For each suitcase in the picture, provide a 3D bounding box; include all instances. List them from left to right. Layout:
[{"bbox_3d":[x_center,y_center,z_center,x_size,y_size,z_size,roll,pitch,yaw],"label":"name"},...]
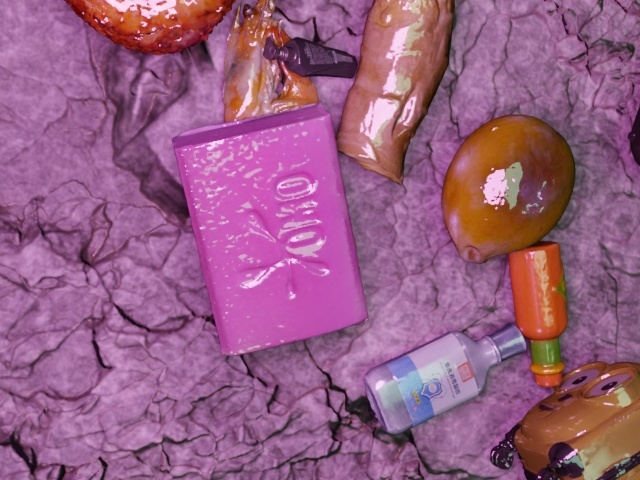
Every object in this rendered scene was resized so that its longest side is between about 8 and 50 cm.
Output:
[{"bbox_3d":[0.349,0.248,1.167,0.235,0.194,0.143,-29,91,-11],"label":"suitcase"}]

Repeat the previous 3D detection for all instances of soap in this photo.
[{"bbox_3d":[-0.055,-0.013,1.075,0.181,0.081,0.259,-13,109,-9],"label":"soap"}]

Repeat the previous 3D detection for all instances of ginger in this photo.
[{"bbox_3d":[0.094,-0.202,1.106,0.109,0.116,0.263,15,96,-5],"label":"ginger"}]

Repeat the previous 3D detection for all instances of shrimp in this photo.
[{"bbox_3d":[-0.058,-0.188,1.103,0.115,0.051,0.217,-2,94,-20],"label":"shrimp"}]

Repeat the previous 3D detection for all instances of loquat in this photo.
[{"bbox_3d":[0.224,-0.061,1.137,0.152,0.152,0.195,33,78,-14],"label":"loquat"}]

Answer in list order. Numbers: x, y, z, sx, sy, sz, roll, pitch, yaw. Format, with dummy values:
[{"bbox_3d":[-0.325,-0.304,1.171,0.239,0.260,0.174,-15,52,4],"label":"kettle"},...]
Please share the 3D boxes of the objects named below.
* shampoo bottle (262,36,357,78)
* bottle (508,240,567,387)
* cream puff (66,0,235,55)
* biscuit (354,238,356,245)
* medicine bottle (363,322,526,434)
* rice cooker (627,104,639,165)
[{"bbox_3d":[-0.011,-0.211,1.088,0.137,0.027,0.048,-2,73,-47],"label":"shampoo bottle"},{"bbox_3d":[0.284,0.095,1.204,0.069,0.069,0.187,-9,99,-13],"label":"bottle"},{"bbox_3d":[-0.178,-0.322,1.005,0.240,0.164,0.240,0,93,1],"label":"cream puff"},{"bbox_3d":[0.000,0.000,1.149,0.078,0.015,0.091,-32,101,-8],"label":"biscuit"},{"bbox_3d":[0.160,0.166,1.183,0.208,0.054,0.090,-24,98,-11],"label":"medicine bottle"},{"bbox_3d":[0.477,-0.168,1.195,0.118,0.142,0.203,22,85,-3],"label":"rice cooker"}]
